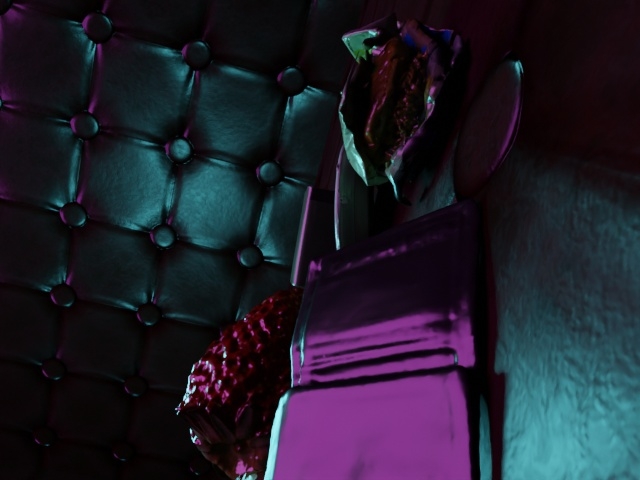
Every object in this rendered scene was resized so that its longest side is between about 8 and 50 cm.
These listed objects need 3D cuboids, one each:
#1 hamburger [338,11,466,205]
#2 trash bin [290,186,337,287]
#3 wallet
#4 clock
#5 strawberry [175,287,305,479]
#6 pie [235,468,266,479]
[{"bbox_3d":[0.089,-0.199,0.734,0.276,0.151,0.260,-106,29,-77],"label":"hamburger"},{"bbox_3d":[0.000,0.000,1.262,0.164,0.122,0.240,-177,99,-84],"label":"trash bin"},{"bbox_3d":[0.043,0.125,0.481,0.247,0.041,0.323,-24,43,43],"label":"wallet"},{"bbox_3d":[0.067,-0.058,0.897,0.236,0.053,0.236,2,-90,-77],"label":"clock"},{"bbox_3d":[-0.089,0.266,0.943,0.343,0.292,0.292,-55,-13,-52],"label":"strawberry"},{"bbox_3d":[-0.045,0.377,0.545,0.273,0.069,0.273,9,102,51],"label":"pie"}]
